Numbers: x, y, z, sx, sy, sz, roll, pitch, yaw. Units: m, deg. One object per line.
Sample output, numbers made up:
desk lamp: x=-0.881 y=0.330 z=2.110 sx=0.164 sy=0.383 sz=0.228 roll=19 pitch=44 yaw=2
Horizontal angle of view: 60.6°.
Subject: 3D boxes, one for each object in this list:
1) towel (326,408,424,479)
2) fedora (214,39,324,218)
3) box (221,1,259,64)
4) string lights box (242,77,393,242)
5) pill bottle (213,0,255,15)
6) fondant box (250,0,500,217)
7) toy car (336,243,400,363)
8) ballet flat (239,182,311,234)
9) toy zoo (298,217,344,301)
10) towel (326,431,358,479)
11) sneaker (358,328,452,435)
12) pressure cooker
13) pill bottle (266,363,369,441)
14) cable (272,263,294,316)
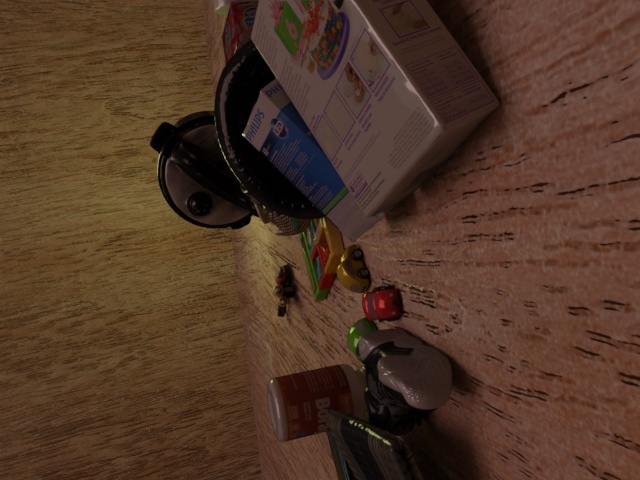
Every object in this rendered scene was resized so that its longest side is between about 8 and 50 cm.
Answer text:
towel: x=0.139 y=0.422 z=0.853 sx=0.324 sy=0.056 sz=0.312 roll=62 pitch=161 yaw=1
fedora: x=-0.028 y=-0.214 z=1.008 sx=0.152 sy=0.333 sz=0.334 roll=-48 pitch=-40 yaw=-62
box: x=-0.200 y=-0.569 z=1.558 sx=0.257 sy=0.128 sz=0.123 roll=176 pitch=87 yaw=-75
string lights box: x=0.003 y=-0.128 z=0.868 sx=0.260 sy=0.077 sz=0.133 roll=45 pitch=153 yaw=-1
pill bottle: x=-0.272 y=-0.827 z=1.642 sx=0.153 sy=0.153 sz=0.265 roll=-155 pitch=59 yaw=-72
fondant box: x=0.046 y=-0.225 z=0.704 sx=0.330 sy=0.096 sz=0.238 roll=57 pitch=156 yaw=9
toy car: x=0.080 y=0.148 z=1.052 sx=0.239 sy=0.053 sz=0.225 roll=-126 pitch=32 yaw=-60
ballet flat: x=-0.109 y=-0.104 z=1.375 sx=0.483 sy=0.163 sz=0.182 roll=-132 pitch=29 yaw=-72
toy zoo: x=0.000 y=0.000 z=1.306 sx=0.293 sy=0.030 sz=0.193 roll=109 pitch=150 yaw=-58
towel: x=0.059 y=0.514 z=1.252 sx=0.370 sy=0.040 sz=0.272 roll=90 pitch=167 yaw=-62
sneaker: x=0.131 y=0.237 z=0.840 sx=0.268 sy=0.101 sz=0.153 roll=-149 pitch=52 yaw=-78
pressure cooker: x=-0.342 y=-0.229 z=1.792 sx=0.420 sy=0.369 sz=0.376 roll=-130 pitch=32 yaw=-69
pill bottle: x=0.010 y=0.311 z=1.078 sx=0.121 sy=0.216 sz=0.121 roll=171 pitch=90 yaw=-75
cable: x=-0.136 y=0.169 z=1.799 sx=0.287 sy=0.072 sz=0.140 roll=123 pitch=142 yaw=-68
